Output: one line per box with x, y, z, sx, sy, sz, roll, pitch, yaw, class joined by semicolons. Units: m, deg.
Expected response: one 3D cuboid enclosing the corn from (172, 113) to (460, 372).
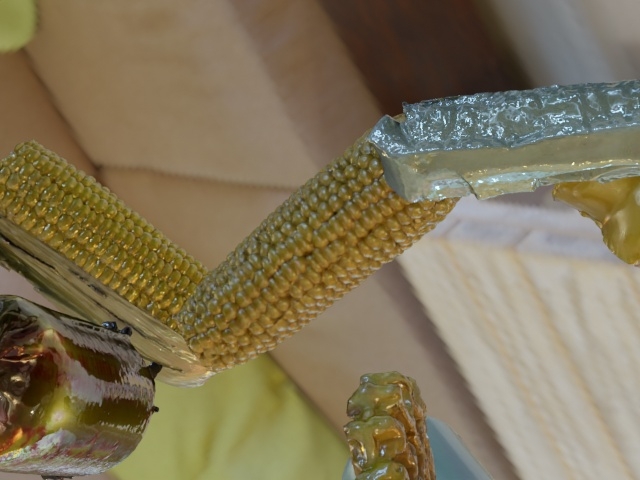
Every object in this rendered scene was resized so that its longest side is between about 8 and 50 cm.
0.002;0.002;1.295;0.091;0.260;0.091;56;-173;34;corn

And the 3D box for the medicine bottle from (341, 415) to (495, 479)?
0.122;0.285;1.672;0.225;0.139;0.139;50;166;51;medicine bottle

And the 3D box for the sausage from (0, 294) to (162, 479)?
-0.195;0.098;1.137;0.117;0.125;0.317;51;180;10;sausage

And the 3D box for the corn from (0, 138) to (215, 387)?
-0.212;0.022;1.635;0.305;0.123;0.122;39;175;-7;corn

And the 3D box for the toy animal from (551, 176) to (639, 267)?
0.314;-0.061;1.699;0.230;0.156;0.156;36;155;10;toy animal

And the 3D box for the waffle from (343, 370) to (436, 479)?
0.046;0.159;0.939;0.191;0.038;0.191;-8;-90;-82;waffle

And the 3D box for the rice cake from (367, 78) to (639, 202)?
0.197;-0.073;1.135;0.336;0.063;0.066;-4;142;21;rice cake
